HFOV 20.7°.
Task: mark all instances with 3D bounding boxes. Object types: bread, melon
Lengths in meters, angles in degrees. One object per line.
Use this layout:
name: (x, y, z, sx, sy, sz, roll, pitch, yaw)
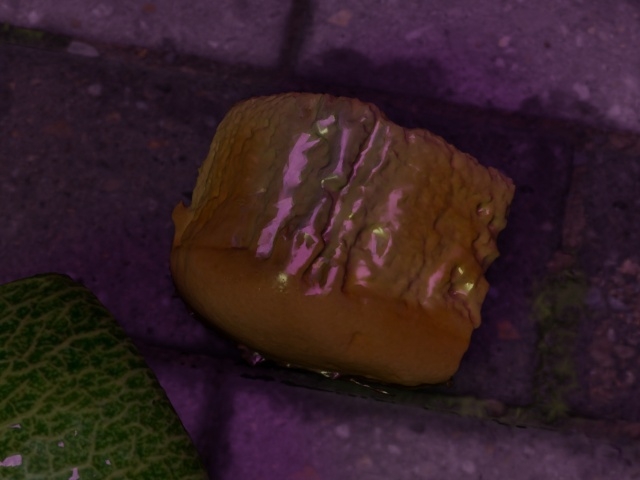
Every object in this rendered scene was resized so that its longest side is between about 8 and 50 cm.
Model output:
bread: (0.000, 0.000, 1.323, 0.262, 0.162, 0.204, 14, 80, 19)
melon: (-0.258, 0.227, 1.217, 0.343, 0.226, 0.331, -26, 88, -24)
